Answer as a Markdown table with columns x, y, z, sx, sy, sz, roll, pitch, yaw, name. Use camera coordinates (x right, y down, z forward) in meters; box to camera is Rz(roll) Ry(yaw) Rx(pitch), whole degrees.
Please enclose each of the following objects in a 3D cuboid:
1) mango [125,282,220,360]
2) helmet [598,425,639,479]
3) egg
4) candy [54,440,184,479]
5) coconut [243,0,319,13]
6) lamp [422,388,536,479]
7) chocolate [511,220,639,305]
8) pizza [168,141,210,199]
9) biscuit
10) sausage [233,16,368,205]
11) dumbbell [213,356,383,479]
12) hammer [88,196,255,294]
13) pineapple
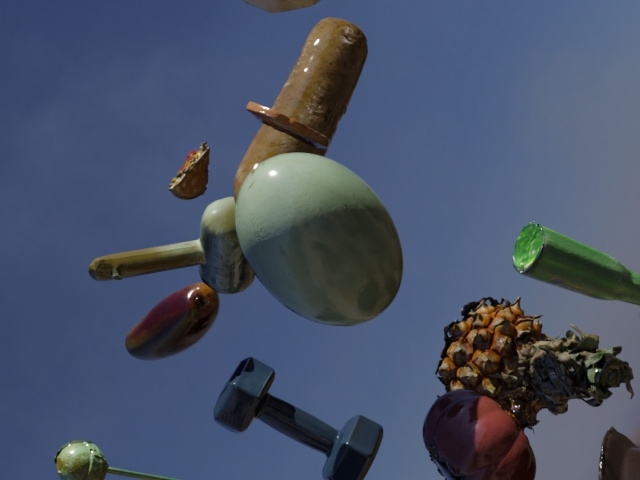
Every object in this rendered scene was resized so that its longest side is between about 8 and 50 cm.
| x | y | z | sx | sy | sz | roll | pitch | yaw | name |
| --- | --- | --- | --- | --- | --- | --- | --- | --- | --- |
| -0.286 | 0.165 | 2.134 | 0.267 | 0.111 | 0.133 | -34 | 10 | 34 | mango |
| 0.461 | 0.409 | 1.475 | 0.225 | 0.177 | 0.305 | -58 | -30 | -49 | helmet |
| 0.000 | 0.000 | 1.499 | 0.283 | 0.203 | 0.203 | 46 | -118 | -24 | egg |
| -0.223 | 0.275 | 1.271 | 0.202 | 0.061 | 0.061 | 23 | -87 | -44 | candy |
| -0.069 | -0.456 | 1.617 | 0.237 | 0.237 | 0.197 | 71 | -152 | -66 | coconut |
| 0.227 | 0.286 | 1.510 | 0.140 | 0.182 | 0.182 | -36 | -26 | -14 | lamp |
| 0.516 | 0.061 | 2.081 | 0.110 | 0.291 | 0.110 | -55 | 23 | 38 | chocolate |
| -0.207 | -0.098 | 1.723 | 0.100 | 0.029 | 0.099 | -54 | -21 | -19 | pizza |
| -0.046 | -0.161 | 1.523 | 0.130 | 0.102 | 0.019 | 25 | -91 | -30 | biscuit |
| -0.032 | -0.206 | 1.875 | 0.136 | 0.123 | 0.501 | 105 | -172 | -53 | sausage |
| -0.043 | 0.358 | 2.095 | 0.160 | 0.325 | 0.144 | -62 | 0 | 16 | dumbbell |
| -0.255 | 0.026 | 1.898 | 0.305 | 0.113 | 0.202 | -10 | -40 | -15 | hammer |
| 0.372 | 0.218 | 1.769 | 0.262 | 0.271 | 0.262 | 2 | -93 | -35 | pineapple |
